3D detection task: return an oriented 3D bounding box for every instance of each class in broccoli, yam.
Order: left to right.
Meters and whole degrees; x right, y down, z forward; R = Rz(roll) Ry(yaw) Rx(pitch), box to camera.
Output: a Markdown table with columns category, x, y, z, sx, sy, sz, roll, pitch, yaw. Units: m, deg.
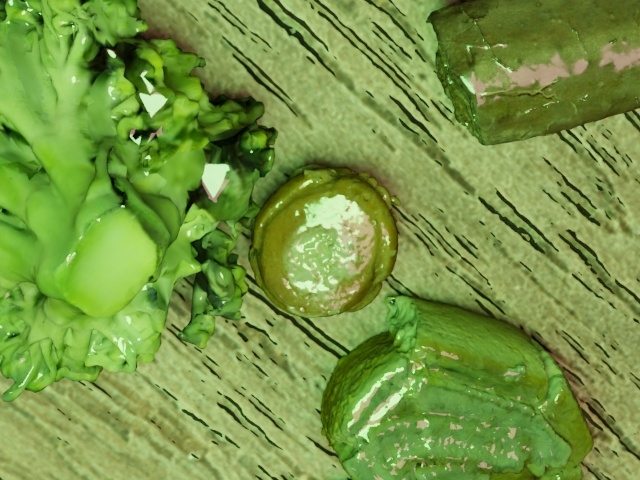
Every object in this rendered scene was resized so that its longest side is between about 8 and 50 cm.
| category | x | y | z | sx | sy | sz | roll | pitch | yaw |
| --- | --- | --- | --- | --- | --- | --- | --- | --- | --- |
| broccoli | -0.196 | -0.033 | 1.137 | 0.334 | 0.272 | 0.324 | -39 | 151 | -2 |
| yam | 0.215 | -0.160 | 1.203 | 0.238 | 0.129 | 0.128 | -15 | 110 | -5 |

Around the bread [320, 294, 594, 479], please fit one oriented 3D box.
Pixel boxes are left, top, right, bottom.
| category | x | y | z | sx | sy | sz | roll | pitch | yaw |
| --- | --- | --- | --- | --- | --- | --- | --- | --- | --- |
| bread | 0.133 | 0.161 | 1.308 | 0.257 | 0.124 | 0.186 | 10 | 107 | -15 |

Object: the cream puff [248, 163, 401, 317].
| category | x | y | z | sx | sy | sz | roll | pitch | yaw |
| --- | --- | --- | --- | --- | --- | --- | --- | --- | --- |
| cream puff | 0.003 | 0.001 | 1.238 | 0.126 | 0.103 | 0.144 | 27 | 103 | -4 |
